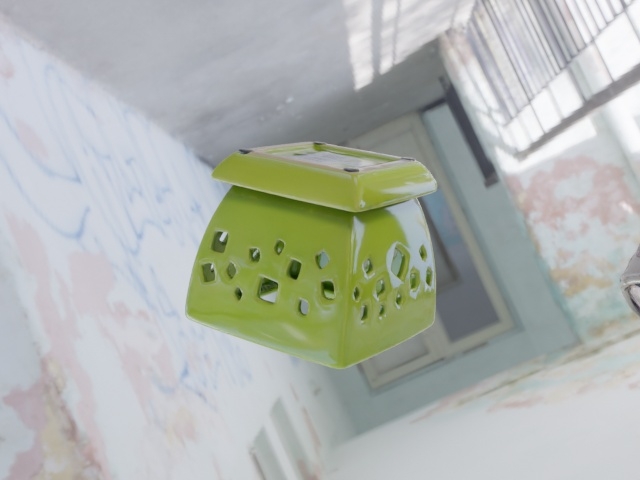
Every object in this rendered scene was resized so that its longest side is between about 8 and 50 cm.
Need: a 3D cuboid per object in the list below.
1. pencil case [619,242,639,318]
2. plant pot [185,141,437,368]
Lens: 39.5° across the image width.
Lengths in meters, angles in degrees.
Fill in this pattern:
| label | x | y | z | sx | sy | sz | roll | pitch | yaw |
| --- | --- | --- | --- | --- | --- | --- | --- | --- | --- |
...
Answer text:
| label | x | y | z | sx | sy | sz | roll | pitch | yaw |
| --- | --- | --- | --- | --- | --- | --- | --- | --- | --- |
| pencil case | 0.539 | -0.044 | 1.116 | 0.410 | 0.183 | 0.160 | -53 | 179 | -21 |
| plant pot | 0.000 | 0.000 | 1.035 | 0.227 | 0.207 | 0.228 | 14 | -163 | 30 |
